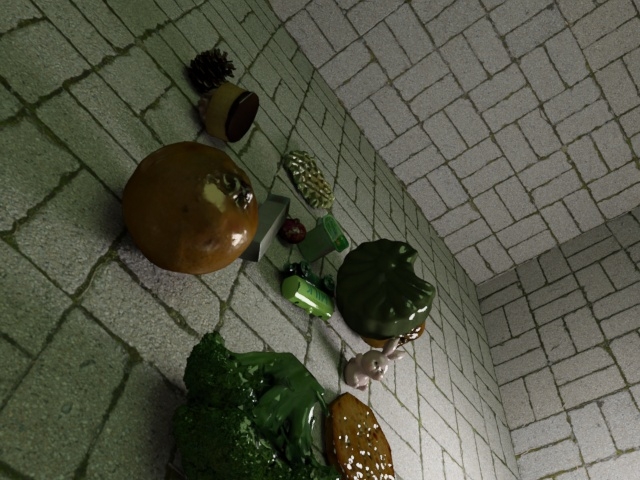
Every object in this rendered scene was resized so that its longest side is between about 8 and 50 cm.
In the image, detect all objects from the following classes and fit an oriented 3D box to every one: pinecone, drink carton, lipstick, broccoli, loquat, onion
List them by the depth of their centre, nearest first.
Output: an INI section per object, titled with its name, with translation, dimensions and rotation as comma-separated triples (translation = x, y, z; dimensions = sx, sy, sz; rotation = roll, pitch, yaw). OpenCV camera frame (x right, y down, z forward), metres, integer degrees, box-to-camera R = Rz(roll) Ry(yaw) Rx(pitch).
[broccoli]
translation = -0.127, 0.387, 1.125
dimensions = 0.413, 0.321, 0.309
rotation = 43, 45, 19
[loquat]
translation = -0.300, -0.075, 1.316
dimensions = 0.328, 0.328, 0.329
rotation = 45, 26, -30
[lipstick]
translation = -0.178, -0.048, 1.790
dimensions = 0.079, 0.076, 0.371
rotation = 14, 27, 5
[onion]
translation = -0.098, -0.036, 1.957
dimensions = 0.107, 0.097, 0.107
rotation = 30, 23, -14
[pinecone]
translation = -0.378, -0.603, 1.980
dimensions = 0.162, 0.165, 0.163
rotation = 34, 41, -35
[drink carton]
translation = 0.000, 0.000, 2.051
dimensions = 0.144, 0.142, 0.146
rotation = 62, 23, 0

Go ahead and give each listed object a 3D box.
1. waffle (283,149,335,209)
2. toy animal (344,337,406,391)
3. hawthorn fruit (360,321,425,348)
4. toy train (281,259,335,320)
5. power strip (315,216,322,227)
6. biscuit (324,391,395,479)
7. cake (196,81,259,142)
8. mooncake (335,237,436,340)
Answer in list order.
[waffle]
translation = -0.043, -0.264, 2.397
dimensions = 0.292, 0.056, 0.309
rotation = 59, 24, -1
[toy animal]
translation = 0.181, 0.407, 1.842
dimensions = 0.124, 0.212, 0.124
rotation = 47, 18, -21
[hawthorn fruit]
translation = 0.250, 0.259, 2.116
dimensions = 0.267, 0.267, 0.301
rotation = 32, 31, -48
[toy train]
translation = -0.038, 0.169, 1.838
dimensions = 0.253, 0.105, 0.158
rotation = 37, 43, -45
[power strip]
translation = 0.001, -0.064, 2.291
dimensions = 0.040, 0.016, 0.090
rotation = 51, 24, -20
[biscuit]
translation = 0.118, 0.625, 1.650
dimensions = 0.359, 0.046, 0.359
rotation = 46, 26, -29
[cake]
translation = -0.328, -0.449, 1.884
dimensions = 0.178, 0.208, 0.185
rotation = 33, 22, 10
[mooncake]
translation = 0.212, 0.160, 1.914
dimensions = 0.187, 0.350, 0.352
rotation = 82, -5, -55
